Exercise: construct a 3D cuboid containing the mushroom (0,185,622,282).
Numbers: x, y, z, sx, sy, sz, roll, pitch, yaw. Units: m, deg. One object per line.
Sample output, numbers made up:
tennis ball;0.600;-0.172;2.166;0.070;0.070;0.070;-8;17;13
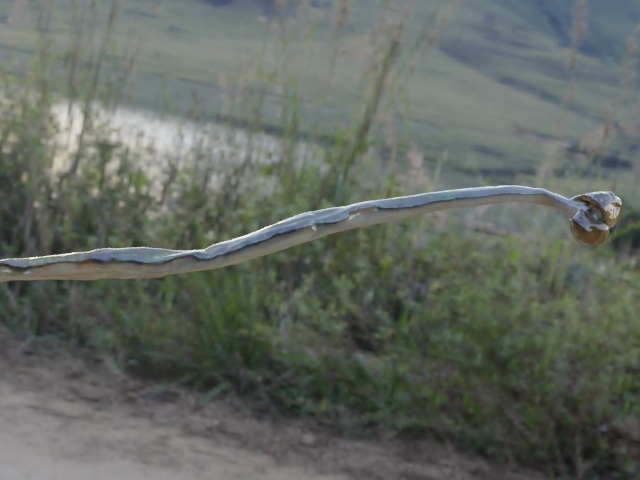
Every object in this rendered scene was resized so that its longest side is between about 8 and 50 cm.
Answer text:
mushroom;-0.002;-0.003;0.543;0.286;0.026;0.028;-4;28;-14
